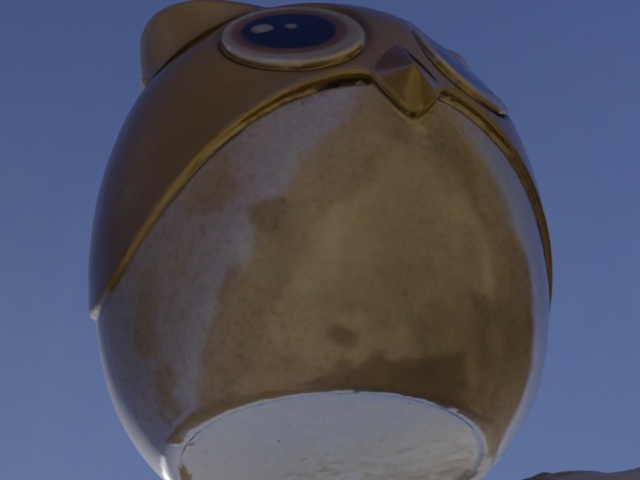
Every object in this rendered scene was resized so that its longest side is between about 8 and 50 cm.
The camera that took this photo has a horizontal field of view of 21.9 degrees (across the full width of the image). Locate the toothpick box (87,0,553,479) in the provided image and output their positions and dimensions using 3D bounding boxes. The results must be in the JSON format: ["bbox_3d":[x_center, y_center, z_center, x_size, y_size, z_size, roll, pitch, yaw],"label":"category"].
[{"bbox_3d":[0.000,0.000,1.466,0.409,0.425,0.409,-3,-32,-2],"label":"toothpick box"}]

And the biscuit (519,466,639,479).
[{"bbox_3d":[0.163,0.239,1.101,0.446,0.429,0.104,-22,-76,-57],"label":"biscuit"}]
